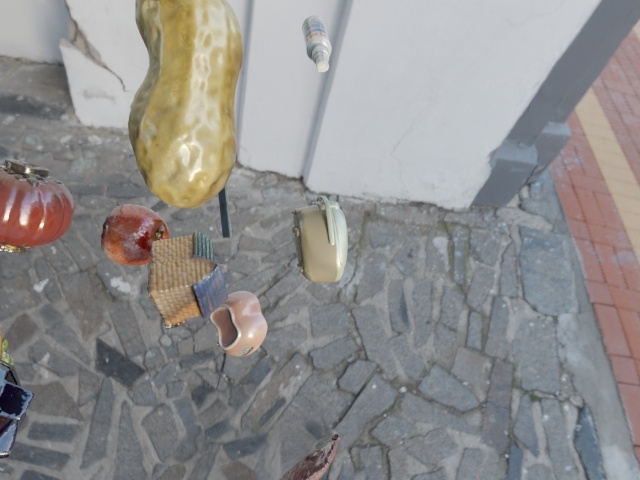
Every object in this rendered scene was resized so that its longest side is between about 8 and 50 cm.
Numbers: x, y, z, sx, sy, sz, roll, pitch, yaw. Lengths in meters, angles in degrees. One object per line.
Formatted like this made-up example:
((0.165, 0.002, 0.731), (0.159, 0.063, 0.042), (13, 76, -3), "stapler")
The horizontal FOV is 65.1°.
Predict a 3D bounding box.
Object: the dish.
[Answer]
((-0.277, 0.266, 1.580), (0.213, 0.213, 0.090), (50, 24, 21), "dish")

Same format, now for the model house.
((-0.300, 0.083, 1.179), (0.172, 0.167, 0.183), (-13, 51, -6), "model house")

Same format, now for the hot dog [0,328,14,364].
((-0.632, 0.269, 0.930), (0.100, 0.135, 0.337), (5, 30, -28), "hot dog")

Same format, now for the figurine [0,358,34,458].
((-0.539, 0.196, 0.675), (0.308, 0.308, 0.143), (19, 76, 0), "figurine")

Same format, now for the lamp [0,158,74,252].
((-0.884, -0.101, 1.464), (0.302, 0.303, 0.257), (19, 96, 0), "lamp")

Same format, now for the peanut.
((-0.122, -0.144, 0.455), (0.103, 0.098, 0.230), (2, 86, 6), "peanut")

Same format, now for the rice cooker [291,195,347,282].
((0.000, 0.000, 1.189), (0.127, 0.145, 0.207), (-11, 99, -9), "rice cooker")

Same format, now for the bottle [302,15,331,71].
((-0.005, -0.443, 1.138), (0.060, 0.060, 0.217), (2, 44, -12), "bottle")

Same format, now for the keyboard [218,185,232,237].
((-0.298, -0.096, 1.559), (0.014, 0.055, 0.176), (-7, 93, -32), "keyboard")

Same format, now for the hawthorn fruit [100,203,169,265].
((-0.499, -0.012, 1.352), (0.172, 0.173, 0.173), (6, 55, -9), "hawthorn fruit")

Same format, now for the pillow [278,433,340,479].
((-0.039, 0.408, 0.846), (0.185, 0.118, 0.043), (-42, 83, 12), "pillow")
